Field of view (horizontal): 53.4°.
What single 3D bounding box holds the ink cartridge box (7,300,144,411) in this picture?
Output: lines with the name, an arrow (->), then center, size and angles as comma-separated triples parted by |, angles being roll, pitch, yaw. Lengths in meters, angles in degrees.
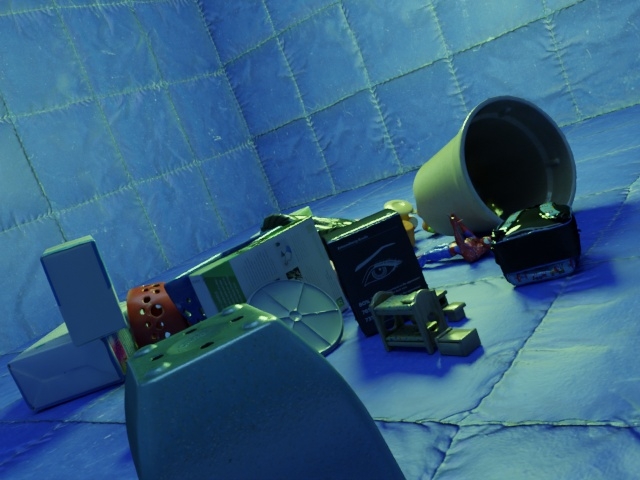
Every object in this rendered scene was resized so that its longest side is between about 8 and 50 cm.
ink cartridge box -> -0.623, 0.289, 1.767 | 0.270, 0.151, 0.395 | -19, 11, 6

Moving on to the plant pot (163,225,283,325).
plant pot -> -0.180, 0.124, 1.493 | 0.236, 0.212, 0.236 | -23, 6, 35

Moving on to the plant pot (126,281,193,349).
plant pot -> -0.404, 0.200, 1.699 | 0.174, 0.191, 0.191 | -15, 9, -1

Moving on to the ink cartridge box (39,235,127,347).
ink cartridge box -> -0.586, 0.113, 1.576 | 0.129, 0.223, 0.307 | -22, 10, -19

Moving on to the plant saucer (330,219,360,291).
plant saucer -> 0.043, 0.046, 1.688 | 0.332, 0.084, 0.332 | -11, 23, 5

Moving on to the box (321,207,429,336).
box -> 0.112, 0.059, 1.256 | 0.153, 0.207, 0.108 | -22, 9, -3

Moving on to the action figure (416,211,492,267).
action figure -> 0.285, -0.008, 1.503 | 0.280, 0.139, 0.091 | -8, 17, 46

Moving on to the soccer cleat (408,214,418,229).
soccer cleat -> 0.212, -0.027, 1.989 | 0.196, 0.068, 0.076 | -26, 7, -13

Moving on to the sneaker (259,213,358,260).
sneaker -> 0.000, 0.000, 1.596 | 0.341, 0.124, 0.140 | 10, 13, 32

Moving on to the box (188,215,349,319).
box -> -0.098, 0.111, 1.355 | 0.322, 0.232, 0.059 | -29, 10, -41

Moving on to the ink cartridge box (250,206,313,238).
ink cartridge box -> -0.148, -0.011, 1.804 | 0.235, 0.056, 0.171 | -21, 9, 28

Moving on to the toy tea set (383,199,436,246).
toy tea set -> 0.302, -0.051, 1.892 | 0.336, 0.124, 0.200 | -23, 38, -28

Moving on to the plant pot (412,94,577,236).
plant pot -> 0.401, -0.145, 1.594 | 0.334, 0.333, 0.305 | -26, -1, -27

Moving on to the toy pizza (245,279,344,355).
toy pizza -> -0.053, 0.159, 1.265 | 0.201, 0.201, 0.032 | -29, -31, -38

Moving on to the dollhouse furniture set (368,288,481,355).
dollhouse furniture set -> 0.207, 0.109, 1.080 | 0.161, 0.101, 0.182 | -28, 11, -36

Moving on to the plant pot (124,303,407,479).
plant pot -> -0.083, 0.212, 0.676 | 0.248, 0.252, 0.247 | -25, 10, -19

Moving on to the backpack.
backpack -> 0.414, -0.003, 1.214 | 0.158, 0.116, 0.173 | -17, 10, 25
